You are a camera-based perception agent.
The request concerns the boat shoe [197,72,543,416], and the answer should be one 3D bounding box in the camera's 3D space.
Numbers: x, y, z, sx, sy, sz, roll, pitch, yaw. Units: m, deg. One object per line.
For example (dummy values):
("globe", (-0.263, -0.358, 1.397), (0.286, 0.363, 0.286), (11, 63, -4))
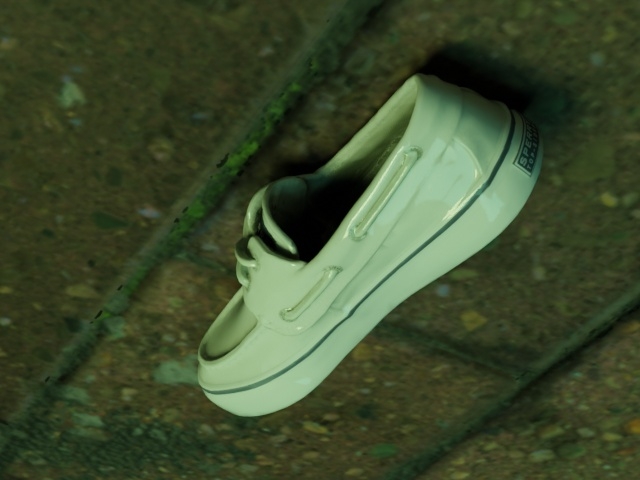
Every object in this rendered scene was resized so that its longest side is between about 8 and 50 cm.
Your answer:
("boat shoe", (0.000, 0.000, 0.818), (0.084, 0.095, 0.258), (29, 128, -23))
